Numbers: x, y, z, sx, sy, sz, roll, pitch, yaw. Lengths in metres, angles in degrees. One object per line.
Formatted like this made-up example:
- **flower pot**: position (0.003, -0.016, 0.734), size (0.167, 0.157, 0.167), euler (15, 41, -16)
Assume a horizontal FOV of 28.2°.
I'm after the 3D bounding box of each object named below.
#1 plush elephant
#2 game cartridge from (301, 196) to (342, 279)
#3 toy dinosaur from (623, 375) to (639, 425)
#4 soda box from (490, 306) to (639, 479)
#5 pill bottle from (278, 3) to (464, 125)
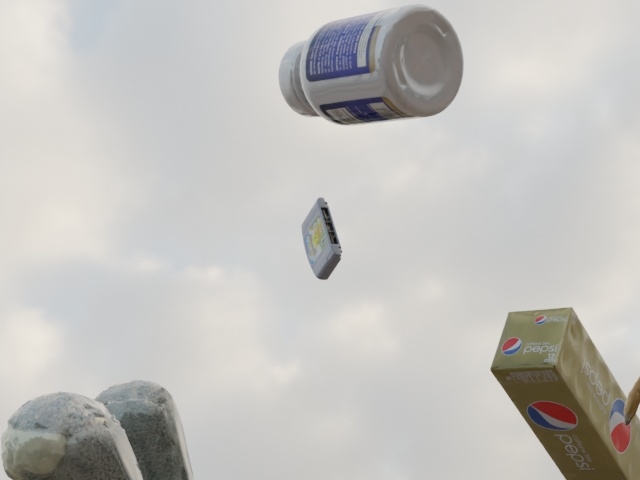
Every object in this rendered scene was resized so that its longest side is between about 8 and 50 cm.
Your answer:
- **plush elephant**: position (-0.189, 0.265, 0.788), size (0.255, 0.330, 0.272), euler (-18, 2, 1)
- **game cartridge**: position (0.000, 0.000, 1.437), size (0.017, 0.083, 0.056), euler (1, -39, -24)
- **toy dinosaur**: position (0.177, 0.085, 0.596), size (0.064, 0.211, 0.112), euler (-16, -32, 12)
- **soda box**: position (0.206, 0.133, 1.034), size (0.058, 0.061, 0.181), euler (-6, -45, 35)
- **pill bottle**: position (0.045, -0.174, 1.300), size (0.112, 0.112, 0.186), euler (17, -10, -38)
